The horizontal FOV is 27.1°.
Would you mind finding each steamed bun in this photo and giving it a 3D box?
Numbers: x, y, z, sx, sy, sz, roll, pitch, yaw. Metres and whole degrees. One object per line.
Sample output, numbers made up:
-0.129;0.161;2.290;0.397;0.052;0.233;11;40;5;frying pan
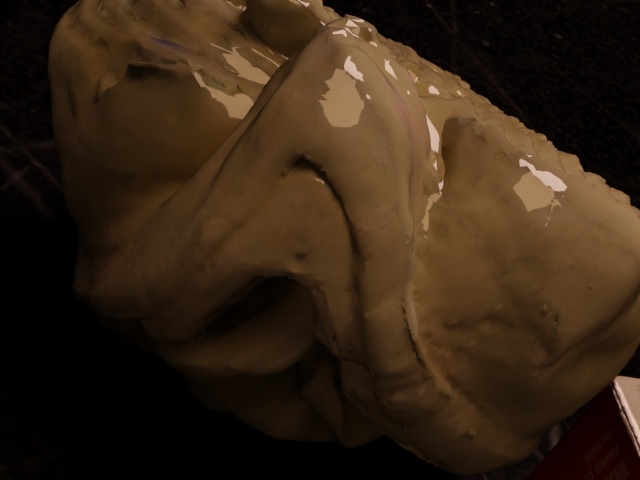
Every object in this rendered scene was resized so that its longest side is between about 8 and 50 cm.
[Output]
0.000;0.000;0.767;0.352;0.247;0.339;31;7;-30;steamed bun

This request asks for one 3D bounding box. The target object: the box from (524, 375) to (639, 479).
0.228;0.166;0.812;0.182;0.133;0.099;10;40;-25;box
